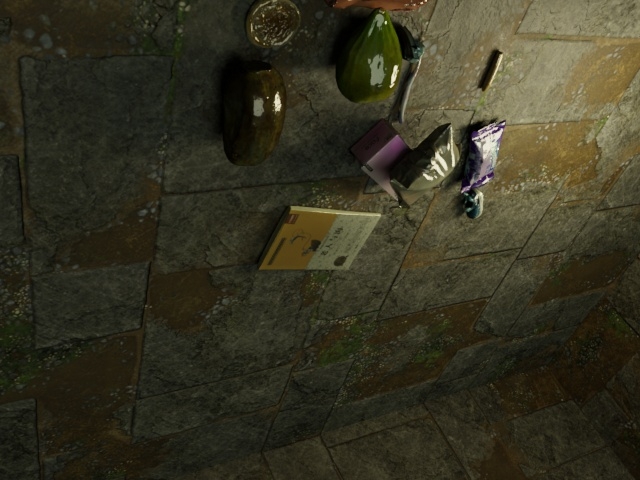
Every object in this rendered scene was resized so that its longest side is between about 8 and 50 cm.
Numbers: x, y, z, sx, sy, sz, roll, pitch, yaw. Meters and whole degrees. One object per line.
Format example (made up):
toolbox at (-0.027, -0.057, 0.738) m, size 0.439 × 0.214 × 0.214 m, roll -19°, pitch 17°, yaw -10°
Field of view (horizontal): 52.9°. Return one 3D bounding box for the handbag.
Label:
handbag at (0.305, -0.221, 1.890) m, size 0.270 × 0.117 × 0.182 m, roll -46°, pitch 154°, yaw 3°

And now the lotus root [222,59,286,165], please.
lotus root at (-0.162, -0.309, 1.573) m, size 0.152 × 0.160 × 0.274 m, roll -4°, pitch 137°, yaw -17°

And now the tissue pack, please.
tissue pack at (0.216, -0.244, 1.967) m, size 0.148 × 0.092 × 0.246 m, roll -43°, pitch 141°, yaw 11°

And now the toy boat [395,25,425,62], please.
toy boat at (0.230, -0.497, 1.644) m, size 0.066 × 0.140 × 0.059 m, roll 0°, pitch 135°, yaw -14°

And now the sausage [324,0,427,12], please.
sausage at (0.136, -0.586, 1.531) m, size 0.304 × 0.078 × 0.078 m, roll -9°, pitch 138°, yaw -31°

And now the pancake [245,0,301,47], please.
pancake at (-0.111, -0.505, 1.493) m, size 0.140 × 0.022 × 0.139 m, roll -19°, pitch 142°, yaw -15°

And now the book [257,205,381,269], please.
book at (0.000, 0.000, 2.150) m, size 0.389 × 0.032 × 0.269 m, roll 1°, pitch 132°, yaw -37°

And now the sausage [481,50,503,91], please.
sausage at (0.517, -0.506, 1.933) m, size 0.024 × 0.024 × 0.132 m, roll -11°, pitch 138°, yaw -26°

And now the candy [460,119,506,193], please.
candy at (0.550, -0.283, 2.178) m, size 0.145 × 0.070 × 0.275 m, roll -24°, pitch 139°, yaw -20°

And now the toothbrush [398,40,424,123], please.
toothbrush at (0.254, -0.442, 1.824) m, size 0.027 × 0.021 × 0.269 m, roll -4°, pitch 137°, yaw -14°

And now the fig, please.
fig at (0.122, -0.463, 1.611) m, size 0.167 × 0.167 × 0.233 m, roll -9°, pitch 113°, yaw -27°

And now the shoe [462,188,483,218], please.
shoe at (0.554, -0.131, 2.362) m, size 0.071 × 0.064 × 0.143 m, roll -23°, pitch 140°, yaw -13°
